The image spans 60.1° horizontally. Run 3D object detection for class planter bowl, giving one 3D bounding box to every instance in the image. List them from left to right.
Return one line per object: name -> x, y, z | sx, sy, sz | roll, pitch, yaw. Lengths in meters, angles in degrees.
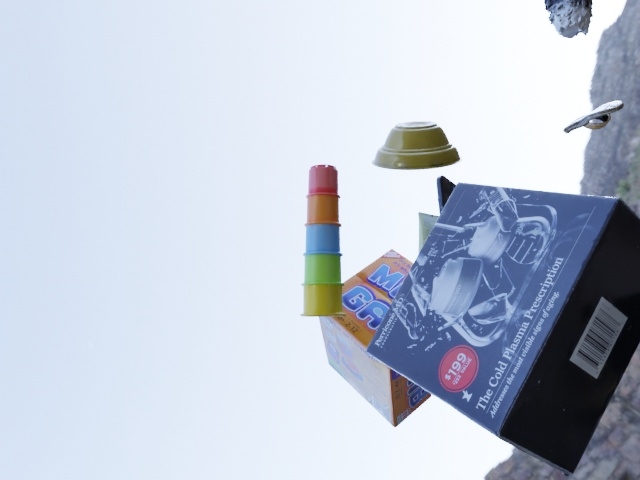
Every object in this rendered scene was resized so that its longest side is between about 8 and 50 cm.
planter bowl -> 0.228, -0.234, 1.319 | 0.217, 0.217, 0.090 | -18, -67, -32

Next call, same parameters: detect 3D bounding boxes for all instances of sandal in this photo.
sandal -> 0.695, -0.303, 1.402 | 0.072, 0.180, 0.049 | -33, -89, -22

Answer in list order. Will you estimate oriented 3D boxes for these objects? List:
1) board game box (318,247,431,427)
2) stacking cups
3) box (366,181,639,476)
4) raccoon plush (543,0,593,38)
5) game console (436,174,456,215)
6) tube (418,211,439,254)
board game box -> 0.249, 0.323, 1.885 | 0.356, 0.356, 0.356 | -33, -43, -23
stacking cups -> 0.000, 0.000, 1.150 | 0.096, 0.096, 0.316 | 4, -99, -43
box -> 0.287, 0.107, 0.850 | 0.179, 0.312, 0.343 | 33, -97, -27
raccoon plush -> 0.615, -0.698, 1.190 | 0.216, 0.446, 0.299 | 0, -30, 4
game console -> 0.505, -0.067, 1.677 | 0.173, 0.250, 0.293 | -23, -36, 37
tube -> 0.349, 0.024, 1.770 | 0.070, 0.062, 0.240 | 29, -119, -41
